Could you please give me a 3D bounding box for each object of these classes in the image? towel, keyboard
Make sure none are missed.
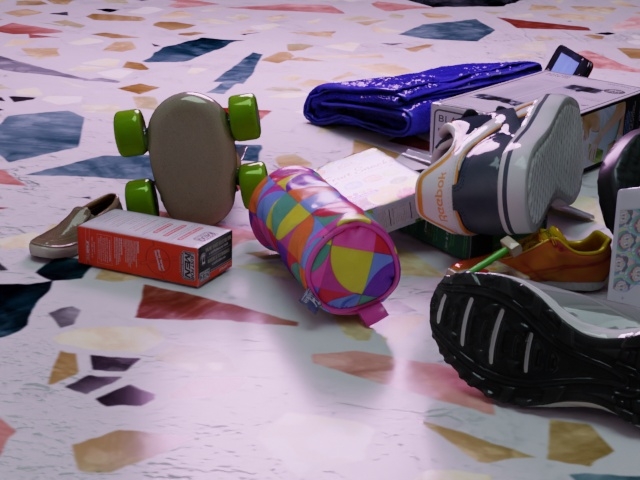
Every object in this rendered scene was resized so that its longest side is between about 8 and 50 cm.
[{"bbox_3d":[0.156,-0.212,2.046,0.308,0.076,0.227,-14,19,-39],"label":"towel"},{"bbox_3d":[0.207,-0.066,1.713,0.256,0.014,0.072,22,-2,44],"label":"keyboard"}]

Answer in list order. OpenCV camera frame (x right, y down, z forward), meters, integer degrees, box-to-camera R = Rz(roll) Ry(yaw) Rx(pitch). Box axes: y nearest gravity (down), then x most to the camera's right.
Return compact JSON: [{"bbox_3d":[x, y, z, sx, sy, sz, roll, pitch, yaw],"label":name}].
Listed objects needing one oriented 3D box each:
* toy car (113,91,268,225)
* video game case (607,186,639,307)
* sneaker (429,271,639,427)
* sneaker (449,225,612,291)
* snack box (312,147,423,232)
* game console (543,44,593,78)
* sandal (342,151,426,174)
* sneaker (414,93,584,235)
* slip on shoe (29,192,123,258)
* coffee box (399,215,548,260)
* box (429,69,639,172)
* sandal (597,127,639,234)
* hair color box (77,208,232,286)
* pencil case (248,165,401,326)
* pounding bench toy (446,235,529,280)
[{"bbox_3d":[-0.136,-0.096,1.629,0.155,0.149,0.188,-8,7,3],"label":"toy car"},{"bbox_3d":[0.314,0.025,1.235,0.143,0.157,0.019,-5,-21,41],"label":"video game case"},{"bbox_3d":[0.216,0.091,1.181,0.271,0.100,0.108,16,12,23],"label":"sneaker"},{"bbox_3d":[0.205,0.017,1.417,0.175,0.067,0.064,-7,22,-20],"label":"sneaker"},{"bbox_3d":[0.053,-0.052,1.550,0.100,0.037,0.141,-19,27,-22],"label":"snack box"},{"bbox_3d":[0.332,-0.246,2.189,0.085,0.124,0.144,25,13,-18],"label":"game console"},{"bbox_3d":[0.062,-0.082,1.722,0.180,0.049,0.072,-3,20,-17],"label":"sandal"},{"bbox_3d":[0.191,-0.083,1.495,0.127,0.126,0.321,0,11,22],"label":"sneaker"},{"bbox_3d":[-0.253,-0.016,1.505,0.051,0.041,0.135,15,22,33],"label":"slip on shoe"},{"bbox_3d":[0.149,-0.028,1.584,0.113,0.040,0.184,-11,23,-33],"label":"coffee box"},{"bbox_3d":[0.288,-0.149,1.884,0.169,0.087,0.290,16,22,34],"label":"box"},{"bbox_3d":[0.385,-0.038,1.520,0.107,0.168,0.445,-16,-3,37],"label":"sandal"},{"bbox_3d":[-0.166,0.006,1.448,0.141,0.043,0.072,10,20,25],"label":"hair color box"},{"bbox_3d":[0.000,0.000,1.404,0.104,0.104,0.236,-3,19,-15],"label":"pencil case"},{"bbox_3d":[0.149,0.040,1.317,0.065,0.083,0.052,-8,21,-28],"label":"pounding bench toy"}]
